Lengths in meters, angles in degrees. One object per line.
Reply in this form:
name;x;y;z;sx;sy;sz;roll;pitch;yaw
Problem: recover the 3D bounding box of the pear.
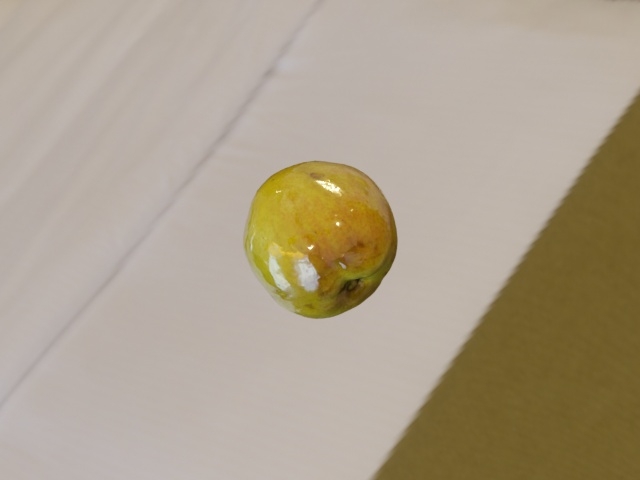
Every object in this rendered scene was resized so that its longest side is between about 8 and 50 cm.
pear;0.000;0.000;1.772;0.200;0.200;0.200;-24;41;23
